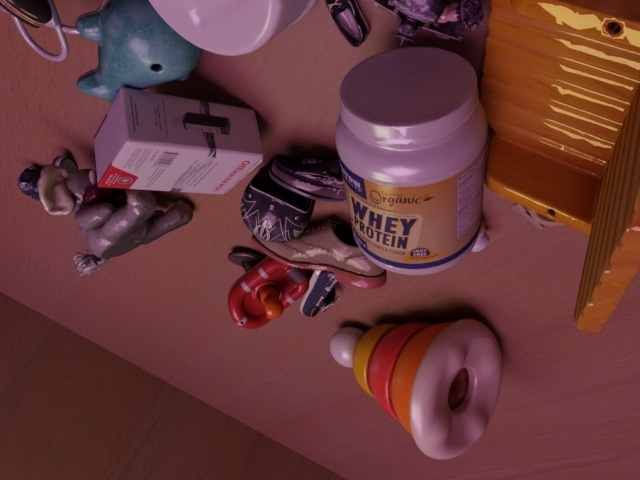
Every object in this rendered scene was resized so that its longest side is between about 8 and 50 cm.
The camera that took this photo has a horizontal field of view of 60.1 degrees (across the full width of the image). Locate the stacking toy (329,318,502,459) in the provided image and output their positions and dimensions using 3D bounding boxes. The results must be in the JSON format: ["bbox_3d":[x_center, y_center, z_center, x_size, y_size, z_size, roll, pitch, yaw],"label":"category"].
[{"bbox_3d":[0.211,0.340,1.506,0.479,0.351,0.351,11,147,49],"label":"stacking toy"}]

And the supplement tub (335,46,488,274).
[{"bbox_3d":[0.147,-0.119,0.888,0.228,0.228,0.316,9,142,21],"label":"supplement tub"}]

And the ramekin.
[{"bbox_3d":[-0.139,-0.406,0.792,0.277,0.135,0.277,20,143,16],"label":"ramekin"}]

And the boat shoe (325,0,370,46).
[{"bbox_3d":[0.032,-0.358,0.858,0.046,0.038,0.125,-6,135,38],"label":"boat shoe"}]

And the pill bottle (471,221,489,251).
[{"bbox_3d":[0.290,-0.031,1.110,0.065,0.065,0.116,-17,128,43],"label":"pill bottle"}]

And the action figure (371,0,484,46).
[{"bbox_3d":[0.150,-0.366,0.731,0.185,0.099,0.285,16,150,-5],"label":"action figure"}]

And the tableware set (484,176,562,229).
[{"bbox_3d":[0.386,-0.083,1.007,0.194,0.039,0.128,36,143,-16],"label":"tableware set"}]

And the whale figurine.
[{"bbox_3d":[-0.319,-0.317,0.966,0.272,0.141,0.216,-35,147,31],"label":"whale figurine"}]

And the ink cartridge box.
[{"bbox_3d":[-0.279,-0.183,1.091,0.272,0.114,0.197,1,160,-37],"label":"ink cartridge box"}]

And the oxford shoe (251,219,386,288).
[{"bbox_3d":[0.000,0.000,1.311,0.348,0.123,0.130,15,118,15],"label":"oxford shoe"}]

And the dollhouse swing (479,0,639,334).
[{"bbox_3d":[0.288,-0.116,0.706,0.315,0.305,0.347,30,156,26],"label":"dollhouse swing"}]

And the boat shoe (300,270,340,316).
[{"bbox_3d":[0.010,0.137,1.475,0.079,0.095,0.255,31,137,10],"label":"boat shoe"}]

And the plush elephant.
[{"bbox_3d":[-0.531,-0.098,1.383,0.330,0.272,0.255,-32,81,15],"label":"plush elephant"}]

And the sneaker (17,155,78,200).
[{"bbox_3d":[-0.755,-0.174,1.521,0.163,0.086,0.226,23,146,-3],"label":"sneaker"}]

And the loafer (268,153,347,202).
[{"bbox_3d":[0.050,-0.128,1.114,0.302,0.109,0.095,18,126,-2],"label":"loafer"}]

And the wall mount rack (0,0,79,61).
[{"bbox_3d":[-0.437,-0.469,0.926,0.304,0.130,0.350,20,145,12],"label":"wall mount rack"}]

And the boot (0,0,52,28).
[{"bbox_3d":[-0.448,-0.427,0.821,0.137,0.077,0.198,-9,135,27],"label":"boot"}]

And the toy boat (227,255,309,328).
[{"bbox_3d":[-0.135,0.151,1.453,0.231,0.151,0.151,-38,119,9],"label":"toy boat"}]

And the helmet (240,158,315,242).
[{"bbox_3d":[-0.093,-0.074,1.185,0.169,0.162,0.169,19,150,11],"label":"helmet"}]

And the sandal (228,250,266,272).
[{"bbox_3d":[-0.161,0.096,1.544,0.219,0.060,0.090,33,144,-12],"label":"sandal"}]
